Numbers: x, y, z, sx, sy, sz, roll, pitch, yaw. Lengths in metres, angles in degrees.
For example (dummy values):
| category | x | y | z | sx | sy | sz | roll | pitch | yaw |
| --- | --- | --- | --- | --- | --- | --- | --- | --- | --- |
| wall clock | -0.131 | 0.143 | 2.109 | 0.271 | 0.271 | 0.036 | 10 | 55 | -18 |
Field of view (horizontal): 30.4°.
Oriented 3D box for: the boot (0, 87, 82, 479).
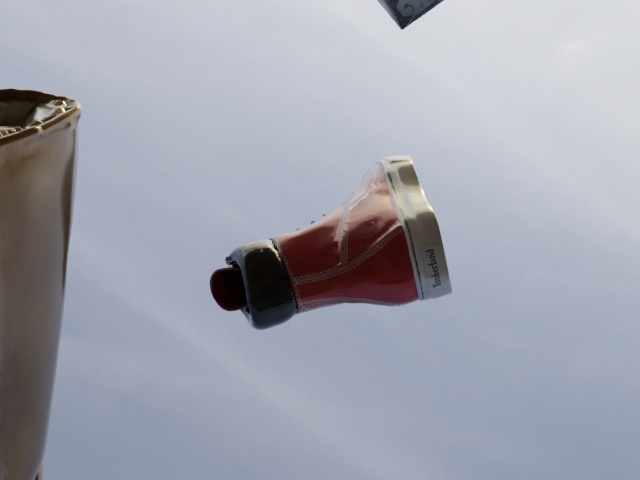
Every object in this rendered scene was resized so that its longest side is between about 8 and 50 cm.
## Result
| category | x | y | z | sx | sy | sz | roll | pitch | yaw |
| --- | --- | --- | --- | --- | --- | --- | --- | --- | --- |
| boot | -0.194 | 0.084 | 0.515 | 0.089 | 0.270 | 0.236 | 14 | -157 | 16 |

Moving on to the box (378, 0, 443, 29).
| category | x | y | z | sx | sy | sz | roll | pitch | yaw |
| --- | --- | --- | --- | --- | --- | --- | --- | --- | --- |
| box | 0.028 | -0.145 | 0.395 | 0.094 | 0.027 | 0.137 | -35 | -122 | 4 |

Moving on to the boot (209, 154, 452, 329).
| category | x | y | z | sx | sy | sz | roll | pitch | yaw |
| --- | --- | --- | --- | --- | --- | --- | --- | --- | --- |
| boot | 0.000 | 0.000 | 0.940 | 0.176 | 0.088 | 0.244 | -13 | -165 | 2 |
